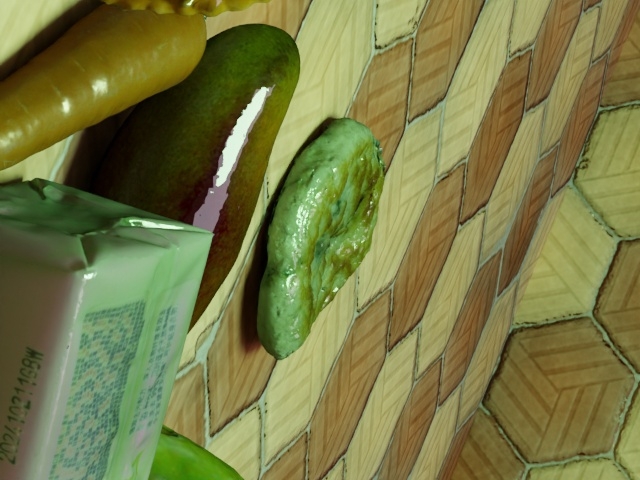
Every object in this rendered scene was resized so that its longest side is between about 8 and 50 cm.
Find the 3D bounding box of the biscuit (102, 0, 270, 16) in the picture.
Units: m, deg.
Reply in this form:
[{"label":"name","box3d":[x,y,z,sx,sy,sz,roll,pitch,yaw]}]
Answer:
[{"label":"biscuit","box3d":[-0.065,-0.238,0.916,0.035,0.254,0.254,-135,-118,-73]}]

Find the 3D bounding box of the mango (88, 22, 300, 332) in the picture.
[{"label":"mango","box3d":[-0.098,-0.029,1.264,0.267,0.111,0.133,-63,159,3]}]

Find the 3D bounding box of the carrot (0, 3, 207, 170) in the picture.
[{"label":"carrot","box3d":[-0.153,-0.088,1.109,0.336,0.069,0.069,-43,150,-52]}]

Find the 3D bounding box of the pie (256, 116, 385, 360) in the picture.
[{"label":"pie","box3d":[0.000,0.000,1.736,0.240,0.054,0.240,18,90,-75]}]

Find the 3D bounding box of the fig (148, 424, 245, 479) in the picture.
[{"label":"fig","box3d":[-0.151,0.250,1.342,0.206,0.206,0.275,-58,-178,-35]}]

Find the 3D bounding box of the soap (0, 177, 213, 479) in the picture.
[{"label":"soap","box3d":[-0.175,0.075,1.090,0.182,0.138,0.199,-25,133,-70]}]
